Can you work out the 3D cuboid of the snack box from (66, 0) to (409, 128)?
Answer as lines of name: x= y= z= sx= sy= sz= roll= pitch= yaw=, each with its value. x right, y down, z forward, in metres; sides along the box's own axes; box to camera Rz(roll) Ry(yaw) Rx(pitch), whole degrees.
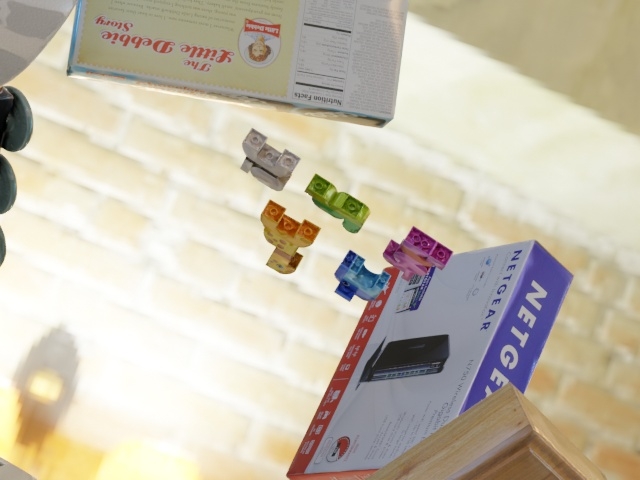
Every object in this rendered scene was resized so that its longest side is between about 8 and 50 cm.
snack box: x=-0.076 y=-0.228 z=1.959 sx=0.322 sy=0.187 sz=0.060 roll=9 pitch=-8 yaw=-10

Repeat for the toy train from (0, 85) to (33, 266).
toy train: x=-0.447 y=-0.089 z=2.313 sx=0.142 sy=0.334 sz=0.190 roll=-18 pitch=47 yaw=-44

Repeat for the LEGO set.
LEGO set: x=0.000 y=0.000 z=1.932 sx=0.227 sy=0.087 sz=0.093 roll=33 pitch=-28 yaw=0

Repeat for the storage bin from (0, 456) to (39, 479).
storage bin: x=-0.290 y=0.256 z=1.321 sx=0.262 sy=0.260 sz=0.123 roll=24 pitch=20 yaw=35

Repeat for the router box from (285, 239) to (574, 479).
router box: x=0.137 y=0.171 z=2.527 sx=0.082 sy=0.335 sz=0.301 roll=40 pitch=-30 yaw=-26

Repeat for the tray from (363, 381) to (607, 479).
tray: x=0.081 y=0.324 z=1.993 sx=0.411 sy=0.076 sz=0.203 roll=-36 pitch=-47 yaw=12

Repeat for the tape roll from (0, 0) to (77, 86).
tape roll: x=-0.292 y=-0.326 z=1.861 sx=0.072 sy=0.392 sz=0.392 roll=20 pitch=-16 yaw=-32
